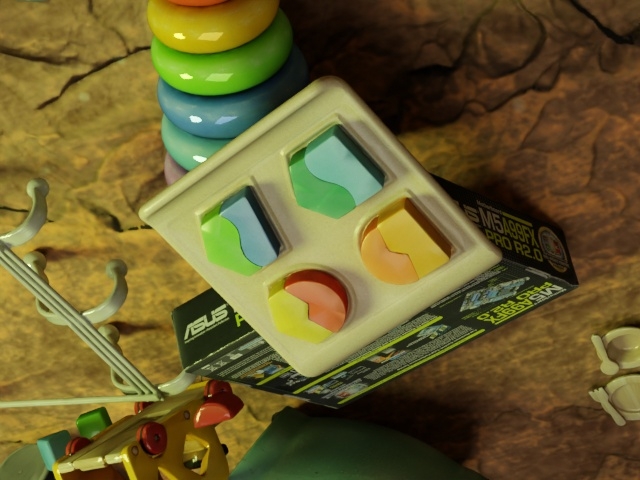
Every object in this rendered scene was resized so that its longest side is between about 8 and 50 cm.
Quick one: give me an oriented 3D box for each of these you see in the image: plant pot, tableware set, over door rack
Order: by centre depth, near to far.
[{"bbox_3d":[-0.294,0.063,1.529,0.324,0.108,0.239,-16,133,30],"label":"over door rack"},{"bbox_3d":[0.324,0.115,1.592,0.169,0.020,0.141,-10,133,14],"label":"tableware set"},{"bbox_3d":[-0.009,0.278,1.625,0.196,0.293,0.293,38,131,5],"label":"plant pot"}]

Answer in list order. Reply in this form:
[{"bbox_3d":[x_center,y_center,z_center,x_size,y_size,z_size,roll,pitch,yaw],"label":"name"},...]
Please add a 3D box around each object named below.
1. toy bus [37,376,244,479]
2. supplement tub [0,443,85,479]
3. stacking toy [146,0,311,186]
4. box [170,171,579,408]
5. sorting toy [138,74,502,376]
[{"bbox_3d":[-0.133,0.192,1.525,0.202,0.191,0.104,-22,98,-8],"label":"toy bus"},{"bbox_3d":[-0.241,0.285,1.740,0.106,0.106,0.198,-19,131,21],"label":"supplement tub"},{"bbox_3d":[-0.069,-0.150,1.285,0.141,0.141,0.330,-4,130,7],"label":"stacking toy"},{"bbox_3d":[0.045,0.049,1.460,0.270,0.060,0.216,-30,151,30],"label":"box"},{"bbox_3d":[0.000,0.000,1.290,0.193,0.038,0.208,-34,117,25],"label":"sorting toy"}]
